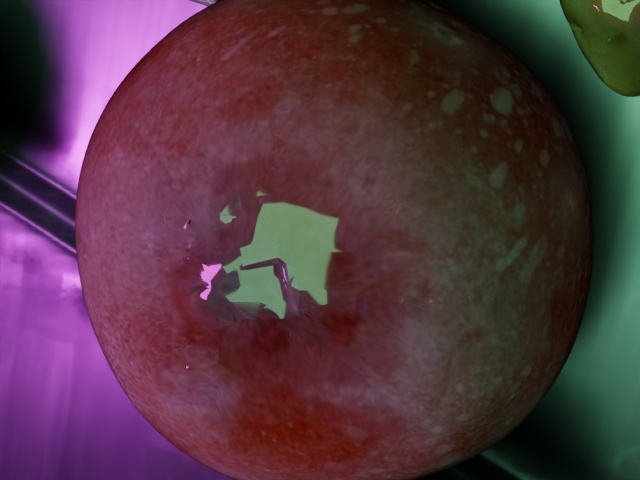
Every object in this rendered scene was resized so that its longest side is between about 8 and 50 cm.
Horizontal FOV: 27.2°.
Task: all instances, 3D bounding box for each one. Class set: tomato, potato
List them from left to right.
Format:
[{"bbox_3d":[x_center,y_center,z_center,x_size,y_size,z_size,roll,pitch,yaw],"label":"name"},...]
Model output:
[{"bbox_3d":[0.000,0.000,0.674,0.270,0.227,0.270,4,102,19],"label":"tomato"},{"bbox_3d":[0.159,-0.118,0.678,0.068,0.062,0.083,-2,123,38],"label":"potato"}]

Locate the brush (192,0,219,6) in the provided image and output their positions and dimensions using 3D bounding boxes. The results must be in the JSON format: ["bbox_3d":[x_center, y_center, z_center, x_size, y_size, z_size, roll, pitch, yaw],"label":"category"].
[{"bbox_3d":[-0.146,-0.203,0.807,0.205,0.011,0.083,17,108,19],"label":"brush"}]
